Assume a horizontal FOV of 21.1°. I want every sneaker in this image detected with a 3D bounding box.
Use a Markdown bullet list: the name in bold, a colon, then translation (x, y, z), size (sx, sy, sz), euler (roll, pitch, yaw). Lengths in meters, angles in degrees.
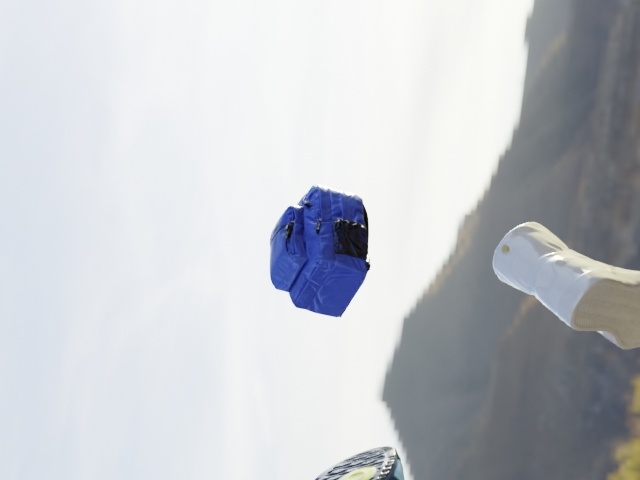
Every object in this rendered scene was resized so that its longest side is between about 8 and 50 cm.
- **sneaker**: translation (0.030, 0.207, 1.133), size (0.209, 0.069, 0.082), euler (-75, -39, -71)
- **sneaker**: translation (0.328, 0.046, 2.159), size (0.108, 0.169, 0.292), euler (-58, -33, 8)

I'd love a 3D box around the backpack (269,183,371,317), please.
- **backpack**: translation (0.000, 0.000, 1.787), size (0.098, 0.101, 0.120), euler (-52, 27, 44)
